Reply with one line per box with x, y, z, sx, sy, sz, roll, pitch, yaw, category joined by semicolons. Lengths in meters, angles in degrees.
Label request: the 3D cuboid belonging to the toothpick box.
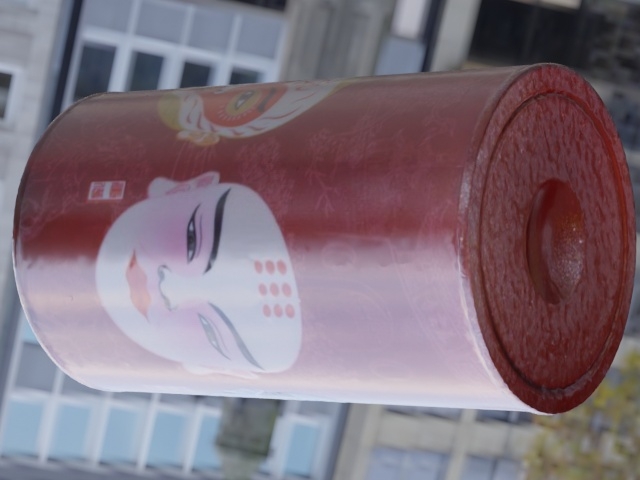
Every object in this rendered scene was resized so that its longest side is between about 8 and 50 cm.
0.000;0.000;1.192;0.333;0.204;0.204;-1;-179;36;toothpick box
